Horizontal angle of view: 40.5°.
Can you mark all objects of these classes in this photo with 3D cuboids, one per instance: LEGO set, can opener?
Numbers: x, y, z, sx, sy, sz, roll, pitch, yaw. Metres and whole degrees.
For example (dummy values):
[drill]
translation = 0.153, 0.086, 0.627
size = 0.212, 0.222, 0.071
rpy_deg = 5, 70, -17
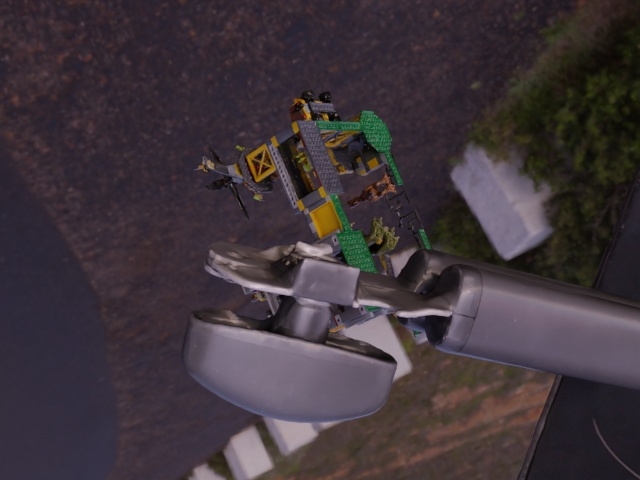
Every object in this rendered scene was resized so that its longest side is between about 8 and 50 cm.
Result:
[LEGO set]
translation = 0.000, 0.000, 1.094
size = 0.192, 0.331, 0.255
rpy_deg = -29, 175, 35
[can opener]
translation = 0.067, 0.057, 0.464
size = 0.283, 0.095, 0.076
rpy_deg = 14, -173, -20

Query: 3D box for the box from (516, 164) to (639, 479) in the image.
[box]
translation = 0.366, 0.257, 0.583
size = 0.480, 0.471, 0.297
rpy_deg = -59, 156, -29
